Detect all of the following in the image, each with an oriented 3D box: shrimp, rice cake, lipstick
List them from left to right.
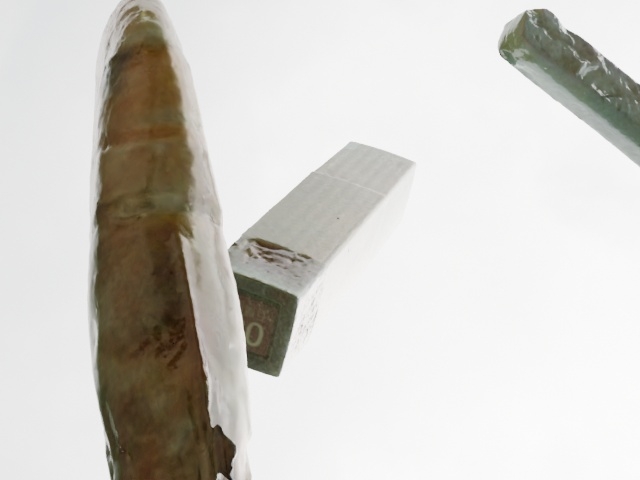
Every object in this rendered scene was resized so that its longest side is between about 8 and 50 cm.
[{"bbox_3d":[-0.066,0.045,0.468,0.058,0.169,0.296,-1,-120,-14],"label":"shrimp"},{"bbox_3d":[0.000,0.000,1.069,0.079,0.371,0.076,19,-66,12],"label":"lipstick"},{"bbox_3d":[0.178,-0.068,0.687,0.030,0.180,0.042,-56,-169,-19],"label":"rice cake"}]
